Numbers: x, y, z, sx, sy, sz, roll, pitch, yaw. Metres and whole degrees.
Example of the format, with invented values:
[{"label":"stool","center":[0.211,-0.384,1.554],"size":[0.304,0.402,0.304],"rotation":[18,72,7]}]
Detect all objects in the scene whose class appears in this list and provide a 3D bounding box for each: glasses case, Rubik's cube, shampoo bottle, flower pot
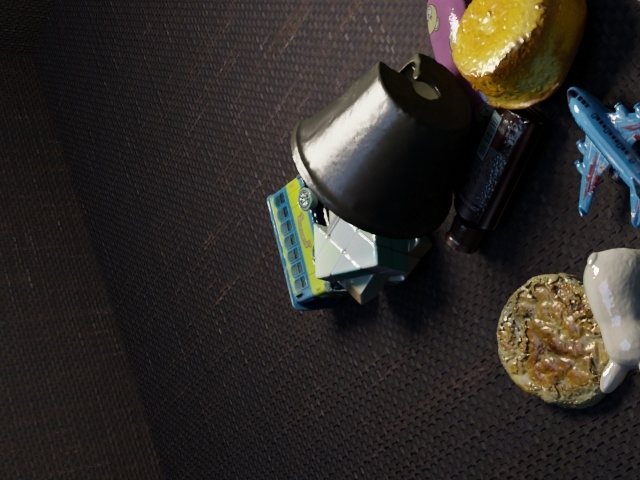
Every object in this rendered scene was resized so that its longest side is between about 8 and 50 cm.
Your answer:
[{"label":"glasses case","center":[0.296,-0.388,1.897],"size":[0.123,0.076,0.316],"rotation":[-30,71,54]},{"label":"Rubik's cube","center":[0.123,0.013,2.065],"size":[0.224,0.213,0.265],"rotation":[-12,72,38]},{"label":"shampoo bottle","center":[0.347,-0.123,1.852],"size":[0.129,0.084,0.323],"rotation":[51,131,45]},{"label":"flower pot","center":[0.163,-0.211,1.842],"size":[0.251,0.379,0.379],"rotation":[-53,53,42]}]

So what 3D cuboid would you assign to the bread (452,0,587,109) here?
[{"label":"bread","center":[0.370,-0.384,1.717],"size":[0.268,0.146,0.268],"rotation":[-28,51,40]}]

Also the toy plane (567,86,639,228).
[{"label":"toy plane","center":[0.522,-0.165,1.602],"size":[0.254,0.105,0.271],"rotation":[-49,54,42]}]

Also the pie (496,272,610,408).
[{"label":"pie","center":[0.457,0.197,1.758],"size":[0.274,0.055,0.274],"rotation":[5,97,47]}]

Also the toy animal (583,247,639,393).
[{"label":"toy animal","center":[0.541,0.153,1.570],"size":[0.140,0.138,0.282],"rotation":[-30,67,47]}]

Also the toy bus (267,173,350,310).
[{"label":"toy bus","center":[0.000,0.000,2.257],"size":[0.190,0.152,0.312],"rotation":[-32,68,48]}]
